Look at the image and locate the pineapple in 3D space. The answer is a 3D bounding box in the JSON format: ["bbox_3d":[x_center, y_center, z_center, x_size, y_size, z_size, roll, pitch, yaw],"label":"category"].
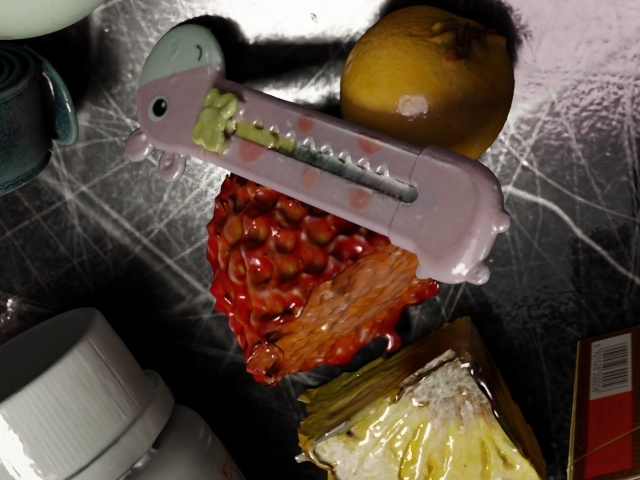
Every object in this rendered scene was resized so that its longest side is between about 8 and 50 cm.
[{"bbox_3d":[0.099,0.162,1.256,0.237,0.114,0.186,8,115,-4],"label":"pineapple"}]

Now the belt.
[{"bbox_3d":[-0.332,-0.092,1.156,0.268,0.206,0.116,-2,116,4],"label":"belt"}]

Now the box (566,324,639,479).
[{"bbox_3d":[0.258,0.193,1.153,0.074,0.240,0.153,-12,111,18],"label":"box"}]

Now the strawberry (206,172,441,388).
[{"bbox_3d":[0.000,0.000,1.173,0.234,0.234,0.178,-45,68,24],"label":"strawberry"}]

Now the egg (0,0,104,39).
[{"bbox_3d":[-0.270,-0.249,1.088,0.264,0.183,0.182,9,115,14],"label":"egg"}]

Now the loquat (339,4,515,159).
[{"bbox_3d":[0.083,-0.116,1.112,0.141,0.141,0.141,4,114,9],"label":"loquat"}]

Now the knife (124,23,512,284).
[{"bbox_3d":[-0.017,-0.070,1.072,0.399,0.038,0.132,24,96,38],"label":"knife"}]

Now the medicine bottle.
[{"bbox_3d":[-0.198,0.237,1.254,0.245,0.245,0.306,-26,107,20],"label":"medicine bottle"}]
